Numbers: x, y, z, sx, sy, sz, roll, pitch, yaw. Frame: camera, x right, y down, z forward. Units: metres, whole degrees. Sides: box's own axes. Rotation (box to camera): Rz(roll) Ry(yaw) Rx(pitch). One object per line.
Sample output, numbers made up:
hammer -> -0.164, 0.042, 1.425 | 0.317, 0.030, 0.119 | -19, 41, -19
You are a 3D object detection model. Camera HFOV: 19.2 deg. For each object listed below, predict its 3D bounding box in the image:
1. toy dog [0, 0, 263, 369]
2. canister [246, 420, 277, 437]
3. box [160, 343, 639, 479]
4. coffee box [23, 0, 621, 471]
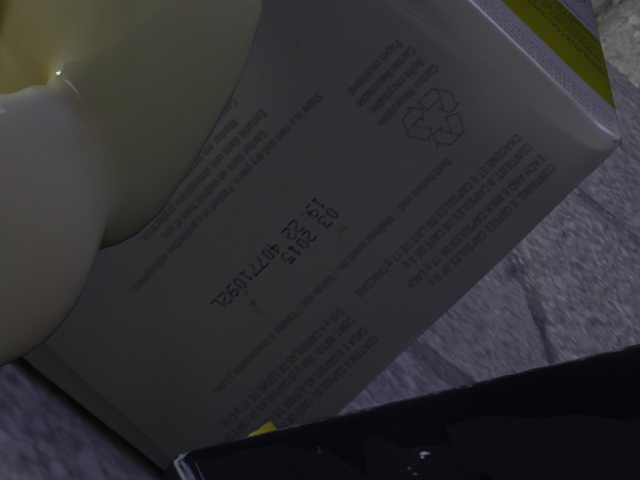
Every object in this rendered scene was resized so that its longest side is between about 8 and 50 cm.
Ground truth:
toy dog -> -0.278, 0.012, 0.571 | 0.284, 0.395, 0.408 | 37, 35, 14
canister -> -0.020, 0.196, 0.961 | 0.170, 0.126, 0.073 | 50, 20, 6
box -> 0.066, 0.202, 0.703 | 0.343, 0.312, 0.179 | -9, 54, -38
coffee box -> -0.060, -0.116, 1.156 | 0.338, 0.337, 0.334 | 40, 21, -14
